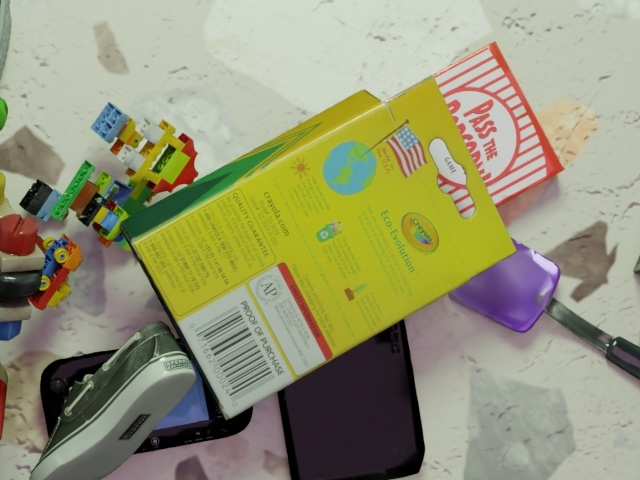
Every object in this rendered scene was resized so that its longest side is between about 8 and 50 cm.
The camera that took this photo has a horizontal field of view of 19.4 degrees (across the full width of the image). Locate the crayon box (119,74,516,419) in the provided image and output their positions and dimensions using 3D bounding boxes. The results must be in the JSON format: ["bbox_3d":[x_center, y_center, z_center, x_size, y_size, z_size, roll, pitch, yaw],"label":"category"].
[{"bbox_3d":[0.000,0.000,1.750,0.318,0.081,0.202,-28,109,-6],"label":"crayon box"}]

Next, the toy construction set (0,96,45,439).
[{"bbox_3d":[-0.364,0.011,1.737,0.257,0.237,0.309,-16,115,2],"label":"toy construction set"}]

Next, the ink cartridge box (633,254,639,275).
[{"bbox_3d":[0.515,0.023,1.870,0.371,0.069,0.176,23,85,-1],"label":"ink cartridge box"}]

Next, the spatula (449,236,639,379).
[{"bbox_3d":[0.271,0.092,1.863,0.296,0.030,0.084,31,83,-3],"label":"spatula"}]

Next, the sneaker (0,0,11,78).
[{"bbox_3d":[-0.419,-0.297,1.772,0.210,0.137,0.366,-8,95,4],"label":"sneaker"}]

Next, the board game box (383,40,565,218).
[{"bbox_3d":[0.121,-0.087,1.849,0.193,0.045,0.147,-29,91,-5],"label":"board game box"}]

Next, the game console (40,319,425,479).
[{"bbox_3d":[-0.087,0.153,1.824,0.361,0.044,0.213,-10,89,-5],"label":"game console"}]

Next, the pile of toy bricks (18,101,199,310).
[{"bbox_3d":[-0.203,-0.026,1.797,0.105,0.118,0.212,33,94,-42],"label":"pile of toy bricks"}]

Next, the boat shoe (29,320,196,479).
[{"bbox_3d":[-0.202,0.161,1.759,0.219,0.077,0.070,-43,59,23],"label":"boat shoe"}]
